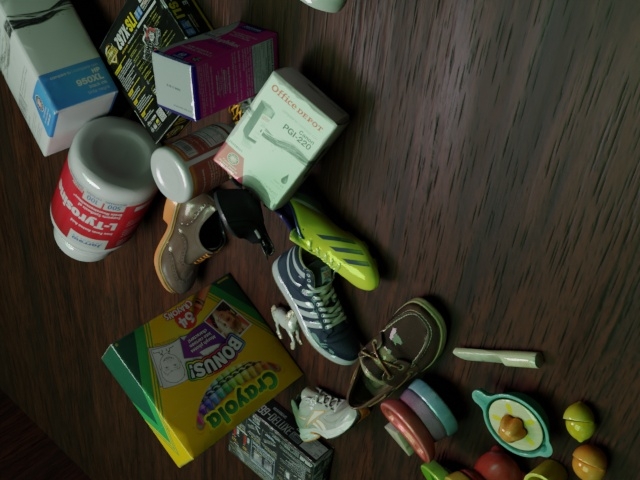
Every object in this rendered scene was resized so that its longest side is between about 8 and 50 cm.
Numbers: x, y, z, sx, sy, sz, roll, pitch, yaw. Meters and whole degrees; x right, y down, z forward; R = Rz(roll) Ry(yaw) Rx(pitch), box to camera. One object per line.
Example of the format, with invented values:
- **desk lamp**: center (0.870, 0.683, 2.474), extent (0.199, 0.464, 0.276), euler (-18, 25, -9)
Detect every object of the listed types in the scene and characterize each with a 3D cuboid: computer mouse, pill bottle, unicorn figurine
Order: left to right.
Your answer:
- **pill bottle**: center (-0.549, -0.111, 2.041), extent (0.229, 0.229, 0.407), euler (52, 142, 7)
- **pill bottle**: center (-0.231, -0.170, 1.669), extent (0.121, 0.216, 0.121), euler (27, 132, 34)
- **computer mouse**: center (-0.144, -0.078, 1.578), extent (0.262, 0.060, 0.184), euler (45, -157, -69)
- **unicorn figurine**: center (-0.068, 0.190, 1.866), extent (0.162, 0.060, 0.111), euler (14, 125, 41)

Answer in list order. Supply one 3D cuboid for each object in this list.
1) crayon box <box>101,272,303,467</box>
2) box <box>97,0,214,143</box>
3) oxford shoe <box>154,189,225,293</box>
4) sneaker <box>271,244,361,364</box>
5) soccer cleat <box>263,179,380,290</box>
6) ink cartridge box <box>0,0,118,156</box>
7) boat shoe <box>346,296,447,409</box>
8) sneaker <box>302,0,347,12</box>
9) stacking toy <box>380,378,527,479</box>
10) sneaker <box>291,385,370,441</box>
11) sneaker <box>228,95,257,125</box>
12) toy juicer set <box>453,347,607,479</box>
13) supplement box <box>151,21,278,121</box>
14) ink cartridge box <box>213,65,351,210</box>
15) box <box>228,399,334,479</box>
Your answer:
- **crayon box**: center (-0.271, 0.297, 1.912), extent (0.313, 0.363, 0.106), euler (52, 141, 7)
- **box**: center (-0.341, -0.392, 1.749), extent (0.257, 0.079, 0.322), euler (58, 142, 2)
- **oxford shoe**: center (-0.310, 0.018, 1.960), extent (0.133, 0.130, 0.363), euler (32, 137, 17)
- **sneaker**: center (0.012, 0.126, 1.707), extent (0.282, 0.099, 0.153), euler (55, 144, 8)
- **soccer cleat**: center (-0.001, 0.000, 1.615), extent (0.289, 0.121, 0.093), euler (49, 142, 12)
- **ink cartridge box**: center (-0.660, -0.443, 1.922), extent (0.395, 0.166, 0.285), euler (62, 153, 2)
- **boat shoe**: center (0.138, 0.244, 1.631), extent (0.123, 0.123, 0.342), euler (47, 141, 12)
- **sneaker**: center (-0.031, -0.543, 1.290), extent (0.323, 0.130, 0.236), euler (45, 131, 22)
- **stacking toy**: center (0.269, 0.425, 1.673), extent (0.309, 0.130, 0.279), euler (50, 167, 14)
- **sneaker**: center (0.008, 0.396, 1.903), extent (0.262, 0.099, 0.121), euler (-30, 88, 51)
- **sneaker**: center (-0.139, -0.245, 1.628), extent (0.215, 0.083, 0.084), euler (47, 142, 15)
- **toy juicer set**: center (0.379, 0.320, 1.454), extent (0.329, 0.089, 0.209), euler (56, 142, 2)
- **supplement box**: center (-0.192, -0.321, 1.521), extent (0.111, 0.220, 0.114), euler (25, 130, 33)
- **ink cartridge box**: center (-0.072, -0.190, 1.509), extent (0.158, 0.092, 0.218), euler (41, 114, 4)
- **box**: center (-0.113, 0.555, 2.151), extent (0.307, 0.076, 0.242), euler (32, 135, 29)
